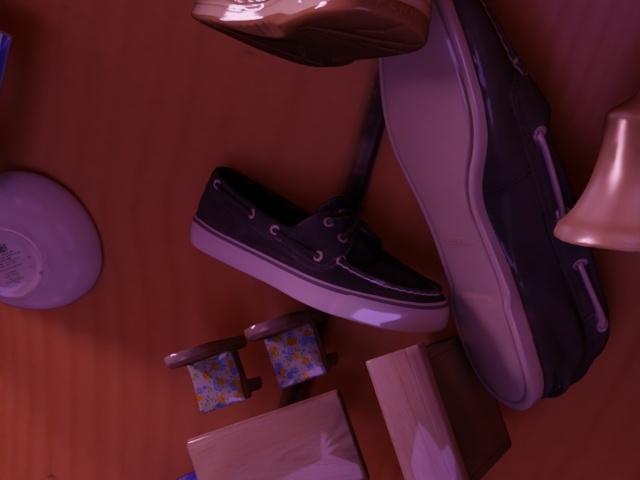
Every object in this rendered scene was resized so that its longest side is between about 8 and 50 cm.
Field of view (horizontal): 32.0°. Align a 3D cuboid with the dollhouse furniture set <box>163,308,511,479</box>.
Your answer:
[{"bbox_3d":[0.003,0.157,0.852,0.242,0.161,0.212,-21,84,18],"label":"dollhouse furniture set"}]

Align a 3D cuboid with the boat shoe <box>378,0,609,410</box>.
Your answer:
[{"bbox_3d":[0.126,-0.043,0.787,0.112,0.096,0.335,15,127,58],"label":"boat shoe"}]

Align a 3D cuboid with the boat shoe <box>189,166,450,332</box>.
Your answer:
[{"bbox_3d":[0.000,0.000,0.849,0.229,0.080,0.076,23,108,31],"label":"boat shoe"}]

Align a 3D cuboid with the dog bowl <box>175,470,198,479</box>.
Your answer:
[{"bbox_3d":[-0.071,0.350,1.067,0.265,0.104,0.264,10,121,17],"label":"dog bowl"}]

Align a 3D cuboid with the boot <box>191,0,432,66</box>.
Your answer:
[{"bbox_3d":[0.009,-0.221,0.712,0.095,0.262,0.203,15,89,-25],"label":"boot"}]

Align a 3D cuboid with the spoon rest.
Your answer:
[{"bbox_3d":[-0.326,0.020,1.019,0.277,0.084,0.137,-16,112,15],"label":"spoon rest"}]

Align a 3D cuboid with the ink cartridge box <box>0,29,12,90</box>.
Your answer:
[{"bbox_3d":[-0.416,-0.185,0.939,0.371,0.069,0.175,29,124,9],"label":"ink cartridge box"}]

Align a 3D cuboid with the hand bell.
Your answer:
[{"bbox_3d":[0.213,-0.120,0.688,0.126,0.126,0.241,4,99,21],"label":"hand bell"}]
